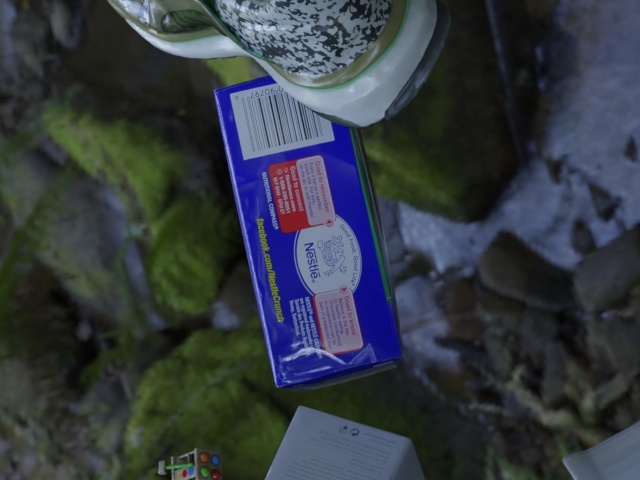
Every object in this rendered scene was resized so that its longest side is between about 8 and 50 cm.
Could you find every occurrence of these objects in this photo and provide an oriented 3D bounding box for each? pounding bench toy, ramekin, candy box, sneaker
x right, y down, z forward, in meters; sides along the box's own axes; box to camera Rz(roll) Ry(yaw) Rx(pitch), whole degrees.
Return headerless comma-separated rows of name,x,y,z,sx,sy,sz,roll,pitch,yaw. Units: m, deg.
pounding bench toy,-0.196,0.346,2.320,0.065,0.083,0.052,-26,57,37
ramekin,0.407,0.330,1.738,0.277,0.135,0.277,56,-176,-6
candy box,0.000,0.000,1.437,0.317,0.122,0.268,62,-164,-84
sneaker,-0.080,-0.236,1.240,0.410,0.182,0.158,26,80,43

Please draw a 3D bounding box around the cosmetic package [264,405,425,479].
cosmetic package,0.012,0.336,1.643,0.138,0.224,0.224,14,151,21
